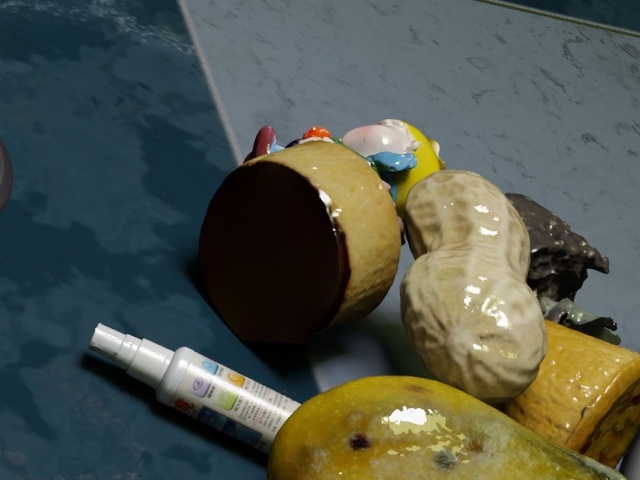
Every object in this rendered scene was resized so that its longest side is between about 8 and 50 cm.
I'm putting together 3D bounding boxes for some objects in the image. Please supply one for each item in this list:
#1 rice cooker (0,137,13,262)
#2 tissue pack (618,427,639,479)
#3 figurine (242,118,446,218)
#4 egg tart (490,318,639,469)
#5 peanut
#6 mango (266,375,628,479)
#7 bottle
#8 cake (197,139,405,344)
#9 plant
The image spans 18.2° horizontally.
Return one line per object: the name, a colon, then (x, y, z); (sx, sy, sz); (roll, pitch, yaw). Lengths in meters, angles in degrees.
rice cooker: (-0.398, -0.038, 1.709); (0.280, 0.227, 0.241); (39, 35, 15)
tissue pack: (0.478, 0.249, 1.972); (0.333, 0.236, 0.229); (26, 33, -6)
figurine: (0.031, -0.081, 2.193); (0.185, 0.127, 0.234); (29, 43, 14)
egg tart: (0.220, 0.165, 1.941); (0.147, 0.202, 0.202); (32, 33, 22)
peanut: (0.137, 0.036, 1.892); (0.136, 0.120, 0.298); (27, 32, -20)
mango: (0.114, 0.228, 1.785); (0.330, 0.176, 0.175); (19, 48, -19)
bottle: (-0.112, 0.134, 1.844); (0.217, 0.060, 0.060); (28, 34, -5)
cake: (0.000, 0.000, 1.999); (0.185, 0.207, 0.178); (35, 24, 29)
plant: (0.231, 0.047, 2.149); (0.142, 0.131, 0.203); (-7, 49, -46)
